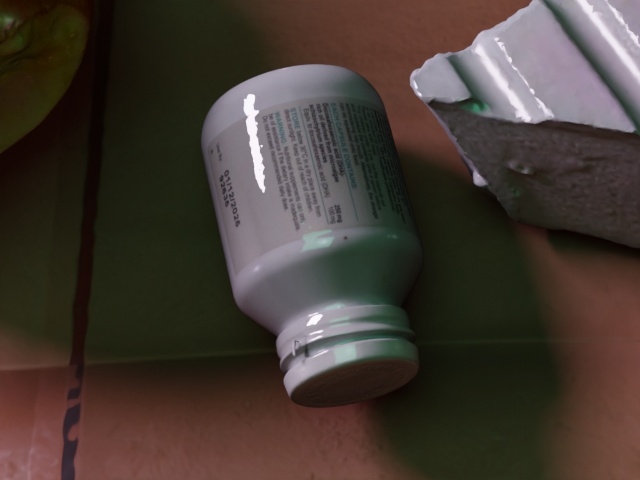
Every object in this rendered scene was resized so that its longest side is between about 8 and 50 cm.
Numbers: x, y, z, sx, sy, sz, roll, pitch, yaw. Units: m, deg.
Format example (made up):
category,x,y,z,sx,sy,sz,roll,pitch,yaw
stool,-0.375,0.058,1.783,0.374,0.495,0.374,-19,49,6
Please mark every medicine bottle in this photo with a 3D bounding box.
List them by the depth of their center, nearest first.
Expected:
category,x,y,z,sx,sy,sz,roll,pitch,yaw
medicine bottle,0.000,0.000,1.289,0.135,0.135,0.215,-16,68,6

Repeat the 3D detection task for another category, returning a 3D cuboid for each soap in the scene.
category,x,y,z,sx,sy,sz,roll,pitch,yaw
soap,0.241,-0.041,1.218,0.257,0.159,0.302,-29,55,-3

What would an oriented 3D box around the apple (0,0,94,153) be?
category,x,y,z,sx,sy,sz,roll,pitch,yaw
apple,-0.336,-0.190,1.329,0.339,0.339,0.340,-4,69,10
